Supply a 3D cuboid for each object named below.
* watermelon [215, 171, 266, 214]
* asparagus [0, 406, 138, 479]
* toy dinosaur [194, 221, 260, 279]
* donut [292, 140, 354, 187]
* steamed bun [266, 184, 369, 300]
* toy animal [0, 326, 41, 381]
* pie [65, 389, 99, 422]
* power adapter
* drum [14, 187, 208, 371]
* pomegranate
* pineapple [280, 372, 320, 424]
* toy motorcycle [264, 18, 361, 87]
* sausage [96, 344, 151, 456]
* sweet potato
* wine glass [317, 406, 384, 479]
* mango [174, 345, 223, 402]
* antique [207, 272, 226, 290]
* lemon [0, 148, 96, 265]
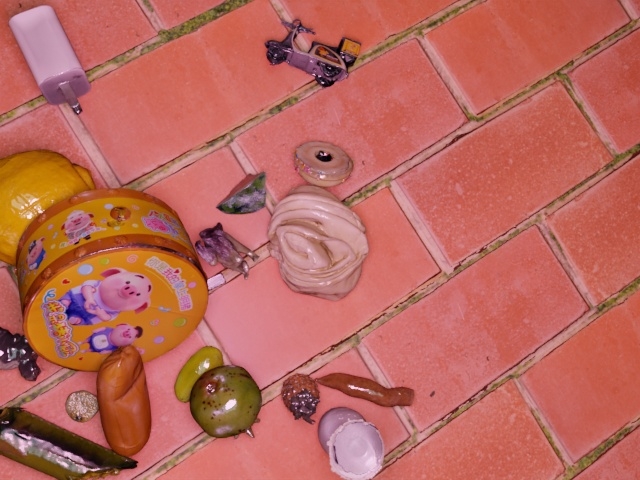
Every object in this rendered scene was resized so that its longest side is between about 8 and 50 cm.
[{"bbox_3d":[-0.211,-0.117,1.880,0.155,0.080,0.101,-36,124,-15],"label":"watermelon"},{"bbox_3d":[-0.646,0.520,1.676,0.382,0.128,0.108,26,123,-6],"label":"asparagus"},{"bbox_3d":[-0.240,0.026,1.744,0.162,0.294,0.077,37,90,-12],"label":"toy dinosaur"},{"bbox_3d":[0.006,-0.208,1.887,0.175,0.068,0.174,8,38,-7],"label":"donut"},{"bbox_3d":[-0.003,-0.001,1.815,0.276,0.203,0.289,13,79,-7],"label":"steamed bun"},{"bbox_3d":[-0.815,0.270,1.690,0.343,0.106,0.168,18,72,-13],"label":"toy animal"},{"bbox_3d":[-0.611,0.422,1.744,0.085,0.017,0.085,1,83,-9],"label":"pie"},{"bbox_3d":[-0.687,-0.449,1.772,0.124,0.187,0.255,-25,87,-11],"label":"power adapter"},{"bbox_3d":[-0.487,0.101,1.597,0.431,0.431,0.214,-20,49,-12],"label":"drum"},{"bbox_3d":[-0.227,0.418,1.716,0.182,0.224,0.181,-7,51,9],"label":"pomegranate"},{"bbox_3d":[-0.048,0.412,1.753,0.108,0.197,0.108,-1,98,-6],"label":"pineapple"},{"bbox_3d":[-0.028,-0.538,1.951,0.263,0.091,0.157,18,71,-9],"label":"toy motorcycle"},{"bbox_3d":[-0.469,0.372,1.624,0.116,0.353,0.134,21,40,18],"label":"sausage"},{"bbox_3d":[0.115,0.403,1.849,0.281,0.067,0.059,15,123,-7],"label":"sweet potato"},{"bbox_3d":[0.065,0.492,1.698,0.144,0.321,0.143,0,86,-7],"label":"wine glass"},{"bbox_3d":[-0.317,0.349,1.776,0.091,0.074,0.165,36,77,-4],"label":"mango"},{"bbox_3d":[-0.346,0.142,1.832,0.192,0.015,0.031,-26,88,-12],"label":"antique"},{"bbox_3d":[-0.699,-0.081,1.670,0.297,0.297,0.297,1,82,-10],"label":"lemon"}]
